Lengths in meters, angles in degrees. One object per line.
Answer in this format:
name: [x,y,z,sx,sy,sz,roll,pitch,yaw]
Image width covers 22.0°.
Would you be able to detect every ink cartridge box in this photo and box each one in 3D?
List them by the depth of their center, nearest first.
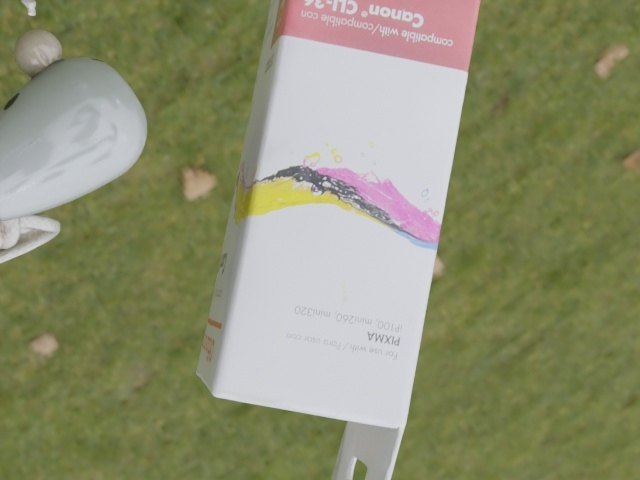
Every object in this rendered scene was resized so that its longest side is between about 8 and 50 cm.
ink cartridge box: [0.000,0.000,0.583,0.067,0.198,0.115,10,177,-6]

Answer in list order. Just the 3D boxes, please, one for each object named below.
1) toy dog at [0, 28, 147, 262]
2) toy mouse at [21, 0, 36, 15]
toy dog: [-0.279,-0.043,0.875,0.334,0.161,0.220,-23,177,-35]
toy mouse: [-0.066,-0.150,0.502,0.031,0.161,0.143,9,178,-20]
